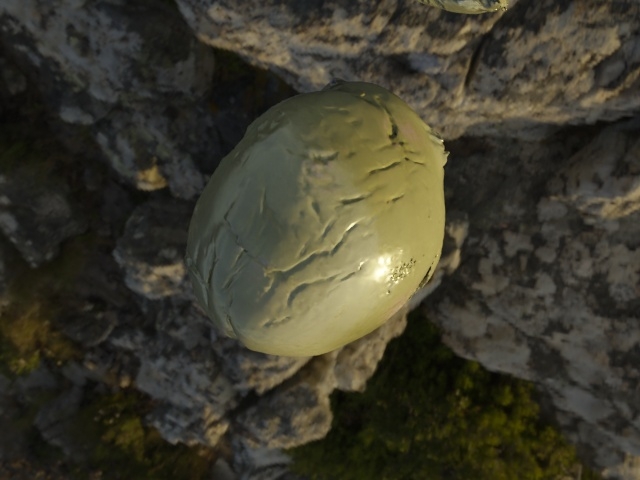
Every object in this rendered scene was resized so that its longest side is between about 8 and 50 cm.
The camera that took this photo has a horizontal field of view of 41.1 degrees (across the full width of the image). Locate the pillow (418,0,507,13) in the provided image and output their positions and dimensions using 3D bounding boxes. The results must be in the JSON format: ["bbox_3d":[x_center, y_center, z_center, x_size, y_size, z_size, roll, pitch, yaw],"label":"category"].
[{"bbox_3d":[0.131,-0.309,0.981,0.182,0.134,0.077,16,107,14],"label":"pillow"}]

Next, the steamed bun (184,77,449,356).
[{"bbox_3d":[0.000,0.000,0.375,0.091,0.112,0.130,49,131,15],"label":"steamed bun"}]
